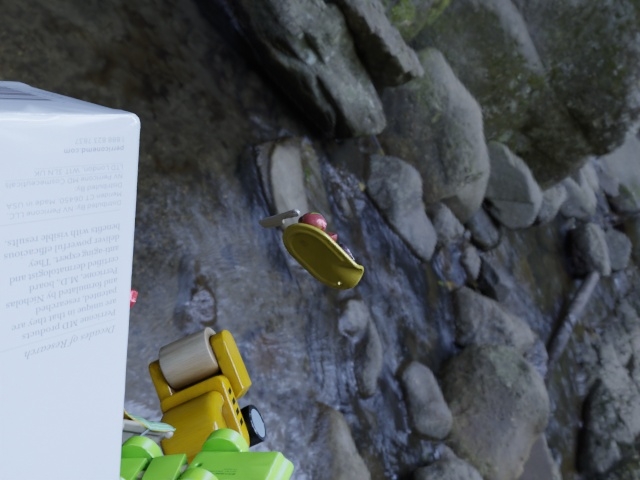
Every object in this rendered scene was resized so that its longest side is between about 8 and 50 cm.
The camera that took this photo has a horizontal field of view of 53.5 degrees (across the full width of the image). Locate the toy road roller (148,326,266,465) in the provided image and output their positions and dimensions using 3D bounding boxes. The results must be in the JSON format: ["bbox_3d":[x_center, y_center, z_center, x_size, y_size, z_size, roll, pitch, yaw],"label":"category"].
[{"bbox_3d":[-0.277,0.375,1.459,0.240,0.202,0.330,40,27,-78],"label":"toy road roller"}]

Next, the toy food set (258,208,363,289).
[{"bbox_3d":[0.000,0.000,1.246,0.218,0.128,0.071,46,52,-17],"label":"toy food set"}]

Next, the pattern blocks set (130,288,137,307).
[{"bbox_3d":[-0.472,0.259,1.271,0.026,0.325,0.285,29,46,-33],"label":"pattern blocks set"}]

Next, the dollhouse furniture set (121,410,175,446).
[{"bbox_3d":[-0.423,0.338,1.022,0.151,0.301,0.197,48,-4,24],"label":"dollhouse furniture set"}]

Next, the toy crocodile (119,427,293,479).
[{"bbox_3d":[-0.202,0.341,0.881,0.115,0.340,0.105,-61,140,-69],"label":"toy crocodile"}]

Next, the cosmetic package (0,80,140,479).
[{"bbox_3d":[-0.332,0.074,0.669,0.161,0.230,0.453,-13,118,-51],"label":"cosmetic package"}]
